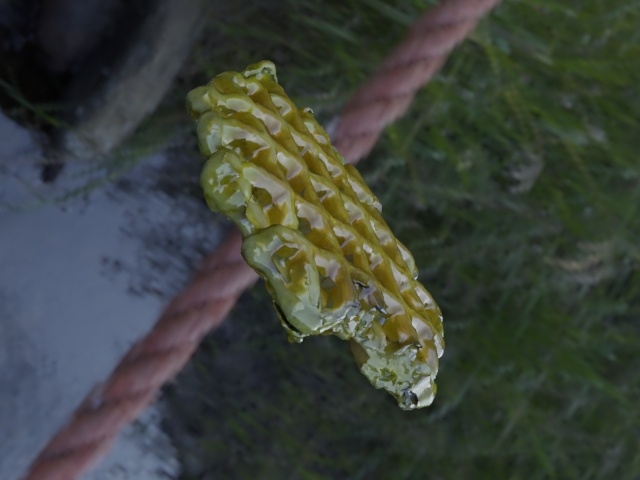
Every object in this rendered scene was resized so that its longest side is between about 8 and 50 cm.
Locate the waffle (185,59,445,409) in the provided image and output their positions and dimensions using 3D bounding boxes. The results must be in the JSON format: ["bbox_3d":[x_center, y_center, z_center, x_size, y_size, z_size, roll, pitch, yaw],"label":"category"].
[{"bbox_3d":[0.002,-0.001,1.125,0.051,0.291,0.291,-34,153,14],"label":"waffle"}]
